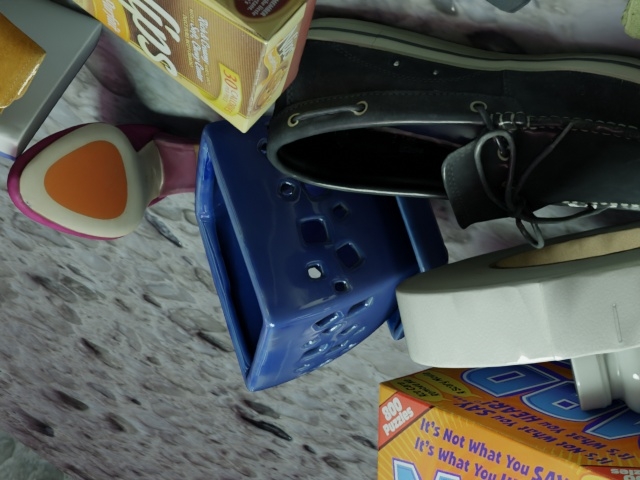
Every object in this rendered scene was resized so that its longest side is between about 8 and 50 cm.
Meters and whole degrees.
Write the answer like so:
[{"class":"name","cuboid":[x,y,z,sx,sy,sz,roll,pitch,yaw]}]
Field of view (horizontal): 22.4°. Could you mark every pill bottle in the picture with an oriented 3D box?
[{"class":"pill bottle","cuboid":[0.350,0.106,1.586,0.208,0.118,0.117,-12,149,7]}]

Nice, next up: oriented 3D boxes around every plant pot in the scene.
[{"class":"plant pot","cuboid":[0.000,0.000,1.691,0.212,0.236,0.236,-14,160,-11]}]

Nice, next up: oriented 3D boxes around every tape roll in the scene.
[{"class":"tape roll","cuboid":[0.260,0.037,1.457,0.392,0.072,0.392,-11,-177,1]}]

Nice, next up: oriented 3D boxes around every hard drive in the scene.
[{"class":"hard drive","cuboid":[-0.416,-0.217,1.680,0.318,0.210,0.040,23,137,2]}]

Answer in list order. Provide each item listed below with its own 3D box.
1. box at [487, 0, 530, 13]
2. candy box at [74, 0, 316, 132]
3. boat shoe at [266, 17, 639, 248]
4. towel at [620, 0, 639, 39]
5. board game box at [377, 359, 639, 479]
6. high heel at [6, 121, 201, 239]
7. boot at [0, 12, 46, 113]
[{"class":"box","cuboid":[0.071,-0.409,0.721,0.480,0.297,0.472,31,158,-16]},{"class":"candy box","cuboid":[-0.155,-0.252,1.421,0.316,0.087,0.183,39,159,7]},{"class":"boat shoe","cuboid":[0.174,-0.083,1.486,0.500,0.156,0.187,13,153,21]},{"class":"towel","cuboid":[0.303,-0.195,1.285,0.110,0.027,0.148,19,155,8]},{"class":"board game box","cuboid":[0.305,0.324,1.714,0.356,0.357,0.356,-13,-159,-39]},{"class":"high heel","cuboid":[-0.263,-0.068,1.768,0.181,0.127,0.377,1,-177,28]},{"class":"boot","cuboid":[-0.353,-0.235,1.539,0.211,0.295,0.104,27,-165,-6]}]
